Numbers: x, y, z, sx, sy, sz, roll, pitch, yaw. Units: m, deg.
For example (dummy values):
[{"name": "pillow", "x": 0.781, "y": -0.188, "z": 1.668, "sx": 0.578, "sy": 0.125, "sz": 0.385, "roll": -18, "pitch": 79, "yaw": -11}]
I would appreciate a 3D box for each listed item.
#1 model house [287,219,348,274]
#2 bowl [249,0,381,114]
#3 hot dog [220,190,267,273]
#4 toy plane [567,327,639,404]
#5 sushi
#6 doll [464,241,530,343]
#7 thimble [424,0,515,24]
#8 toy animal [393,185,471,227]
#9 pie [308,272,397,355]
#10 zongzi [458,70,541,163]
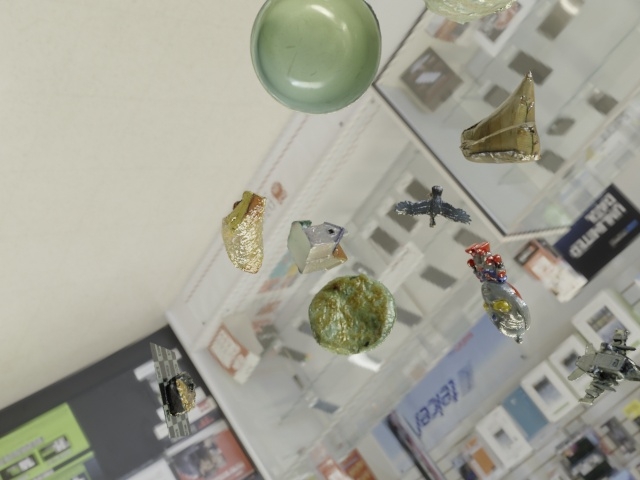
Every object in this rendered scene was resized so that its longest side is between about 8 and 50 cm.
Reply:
[{"name": "model house", "x": 0.000, "y": 0.000, "z": 1.572, "sx": 0.100, "sy": 0.088, "sz": 0.101, "roll": -13, "pitch": 148, "yaw": -23}, {"name": "bowl", "x": -0.020, "y": -0.455, "z": 1.892, "sx": 0.307, "sy": 0.307, "sz": 0.163, "roll": -37, "pitch": -164, "yaw": -1}, {"name": "hot dog", "x": -0.123, "y": -0.017, "z": 1.242, "sx": 0.078, "sy": 0.061, "sz": 0.169, "roll": -38, "pitch": 148, "yaw": -39}, {"name": "toy plane", "x": 0.639, "y": 0.272, "z": 1.707, "sx": 0.192, "sy": 0.088, "sz": 0.262, "roll": -58, "pitch": -165, "yaw": -15}, {"name": "sushi", "x": -0.286, "y": 0.307, "z": 1.670, "sx": 0.050, "sy": 0.192, "sz": 0.215, "roll": -14, "pitch": 168, "yaw": 0}, {"name": "doll", "x": 0.312, "y": 0.094, "z": 1.401, "sx": 0.104, "sy": 0.195, "sz": 0.062, "roll": -18, "pitch": -169, "yaw": 44}, {"name": "thimble", "x": 0.269, "y": -0.529, "z": 1.371, "sx": 0.291, "sy": 0.292, "sz": 0.195, "roll": -16, "pitch": 177, "yaw": -39}, {"name": "toy animal", "x": 0.308, "y": -0.089, "z": 2.175, "sx": 0.220, "sy": 0.108, "sz": 0.062, "roll": 11, "pitch": 159, "yaw": -7}, {"name": "pie", "x": 0.064, "y": 0.151, "z": 1.634, "sx": 0.187, "sy": 0.187, "sz": 0.041, "roll": -34, "pitch": 148, "yaw": -7}, {"name": "zongzi", "x": 0.400, "y": -0.270, "z": 1.796, "sx": 0.194, "sy": 0.197, "sz": 0.099, "roll": 2, "pitch": -172, "yaw": 42}]
